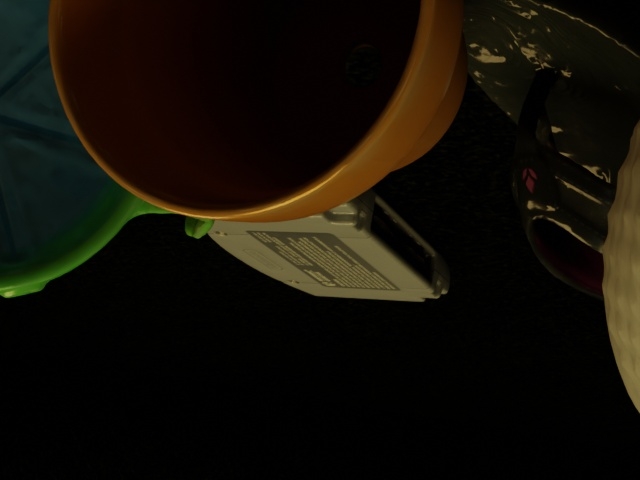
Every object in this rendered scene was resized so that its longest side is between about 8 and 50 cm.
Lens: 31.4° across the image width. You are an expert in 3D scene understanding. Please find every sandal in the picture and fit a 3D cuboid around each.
[{"bbox_3d":[0.229,0.011,0.730,0.446,0.107,0.167,45,159,-20],"label":"sandal"}]

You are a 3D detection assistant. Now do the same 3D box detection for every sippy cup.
[{"bbox_3d":[-0.237,-0.076,0.813,0.305,0.240,0.224,52,168,-5],"label":"sippy cup"}]

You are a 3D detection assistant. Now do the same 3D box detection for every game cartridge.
[{"bbox_3d":[0.000,0.000,1.207,0.198,0.062,0.297,6,164,26],"label":"game cartridge"}]

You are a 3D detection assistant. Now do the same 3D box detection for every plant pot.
[{"bbox_3d":[-0.008,-0.107,0.618,0.205,0.205,0.188,2,178,23],"label":"plant pot"}]

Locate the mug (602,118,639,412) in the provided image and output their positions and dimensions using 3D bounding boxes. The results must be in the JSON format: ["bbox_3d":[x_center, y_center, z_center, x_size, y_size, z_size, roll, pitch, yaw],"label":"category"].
[{"bbox_3d":[0.314,0.002,0.478,0.374,0.276,0.328,18,149,-3],"label":"mug"}]
